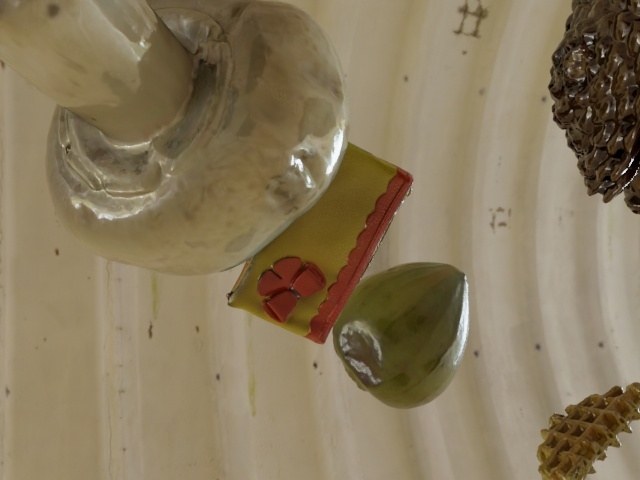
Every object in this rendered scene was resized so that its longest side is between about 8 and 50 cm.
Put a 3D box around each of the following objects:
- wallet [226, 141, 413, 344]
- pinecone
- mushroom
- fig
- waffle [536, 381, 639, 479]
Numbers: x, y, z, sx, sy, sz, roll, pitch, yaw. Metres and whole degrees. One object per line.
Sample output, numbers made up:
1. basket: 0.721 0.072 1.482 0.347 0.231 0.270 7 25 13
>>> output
1. wallet: 0.000 0.000 0.681 0.141 0.241 0.067 27 -171 -6
2. pinecone: 0.347 -0.139 0.483 0.292 0.246 0.246 -4 -137 0
3. mushroom: -0.146 -0.132 0.514 0.314 0.336 0.314 -7 -113 17
4. fig: 0.155 0.154 1.009 0.239 0.271 0.239 48 -179 -1
5. waffle: 0.386 0.280 0.816 0.046 0.161 0.192 56 -146 -3
